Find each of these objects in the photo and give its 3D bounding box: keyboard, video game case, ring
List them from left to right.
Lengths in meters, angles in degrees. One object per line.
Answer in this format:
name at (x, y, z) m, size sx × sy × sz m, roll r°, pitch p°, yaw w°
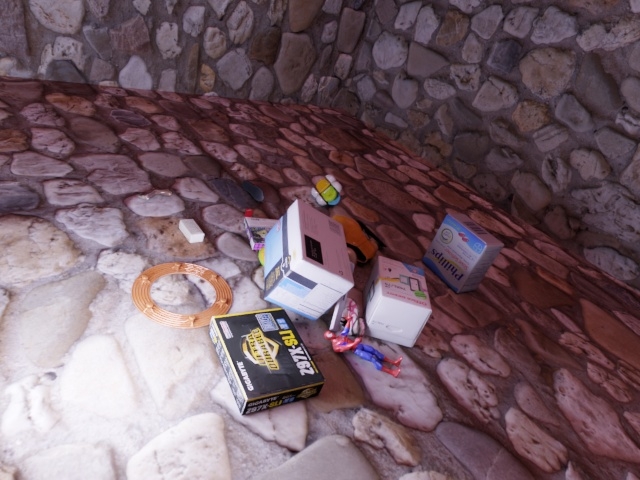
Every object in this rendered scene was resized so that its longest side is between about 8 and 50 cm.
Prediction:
ring at (-0.470, 0.174, 1.490) m, size 0.337 × 0.032 × 0.336 m, roll 15°, pitch 31°, yaw -9°
video game case at (-0.215, -0.028, 1.957) m, size 0.232 × 0.042 × 0.210 m, roll 4°, pitch 34°, yaw -26°
keyboard at (0.081, 0.202, 1.565) m, size 0.014 × 0.256 × 0.072 m, roll 12°, pitch -11°, yaw 21°
keyboard at (0.248, -0.027, 2.182) m, size 0.192 × 0.038 × 0.100 m, roll 44°, pitch 1°, yaw -16°

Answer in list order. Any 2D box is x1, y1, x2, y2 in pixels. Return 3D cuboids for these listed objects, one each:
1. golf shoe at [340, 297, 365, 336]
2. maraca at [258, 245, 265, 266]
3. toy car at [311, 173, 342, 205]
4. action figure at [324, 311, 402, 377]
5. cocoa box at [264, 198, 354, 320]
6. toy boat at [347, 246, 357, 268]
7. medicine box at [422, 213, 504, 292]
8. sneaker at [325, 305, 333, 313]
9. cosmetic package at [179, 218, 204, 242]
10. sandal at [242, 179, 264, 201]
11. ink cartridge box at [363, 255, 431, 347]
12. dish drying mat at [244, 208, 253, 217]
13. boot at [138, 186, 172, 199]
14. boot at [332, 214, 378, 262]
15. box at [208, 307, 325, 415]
golf shoe at (0.105, 0.280, 1.619) m, size 0.086 × 0.067 × 0.186 m, roll 7°, pitch 33°, yaw -19°
maraca at (-0.173, 0.083, 1.748) m, size 0.127 × 0.099 × 0.185 m, roll -24°, pitch 58°, yaw -25°
toy car at (0.049, -0.267, 2.432) m, size 0.136 × 0.159 × 0.182 m, roll 43°, pitch 9°, yaw -43°
action figure at (0.152, 0.349, 1.473) m, size 0.280 × 0.139 × 0.091 m, roll 20°, pitch 29°, yaw 5°
cocoa box at (-0.054, 0.068, 1.574) m, size 0.231 × 0.228 × 0.347 m, roll 28°, pitch 31°, yaw -26°
toy boat at (0.037, 0.080, 1.868) m, size 0.231 × 0.151 × 0.151 m, roll 20°, pitch 0°, yaw -1°
medicine box at (0.681, 0.060, 2.094) m, size 0.149 × 0.289 × 0.263 m, roll -2°, pitch 36°, yaw -36°
sneaker at (0.015, 0.183, 1.699) m, size 0.091 × 0.094 × 0.258 m, roll -5°, pitch 40°, yaw 25°
cosmetic package at (-0.535, -0.041, 1.791) m, size 0.060 × 0.041 × 0.115 m, roll -7°, pitch 40°, yaw -39°
sandal at (-0.341, -0.262, 2.249) m, size 0.179 × 0.067 × 0.040 m, roll 38°, pitch 23°, yaw 33°
ink cartridge box at (0.286, 0.232, 1.672) m, size 0.198 × 0.197 × 0.270 m, roll 17°, pitch 30°, yaw -5°
dish drying mat at (-0.345, -0.129, 2.080) m, size 0.032 × 0.008 × 0.083 m, roll 15°, pitch 30°, yaw -10°
boot at (-0.741, -0.203, 1.938) m, size 0.106 × 0.037 × 0.114 m, roll 12°, pitch 25°, yaw 13°
boot at (0.138, -0.014, 2.064) m, size 0.295 × 0.104 × 0.211 m, roll 38°, pitch 23°, yaw 14°
box at (-0.171, 0.354, 1.328) m, size 0.257 × 0.079 × 0.322 m, roll 0°, pitch 35°, yaw -33°
